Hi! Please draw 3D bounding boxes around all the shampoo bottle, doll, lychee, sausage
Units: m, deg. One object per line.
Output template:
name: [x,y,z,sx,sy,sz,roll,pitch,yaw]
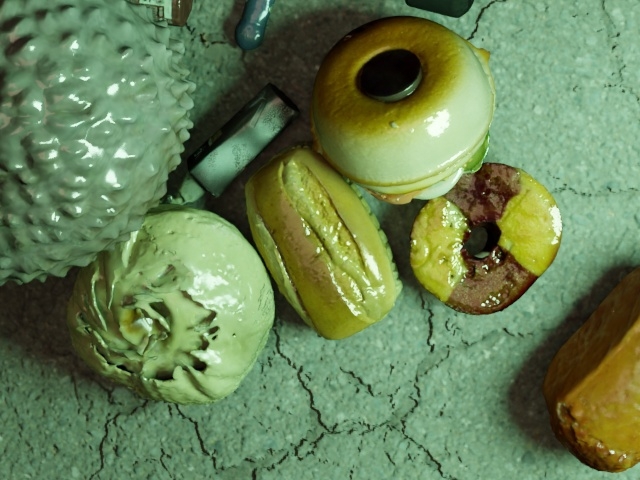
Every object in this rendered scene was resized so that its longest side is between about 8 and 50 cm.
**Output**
shampoo bottle: [-0.114,-0.100,1.781,0.207,0.057,0.063,-43,101,13]
doll: [-0.072,-0.290,1.772,0.037,0.027,0.125,20,95,5]
lychee: [-0.326,-0.137,1.620,0.380,0.432,0.380,6,106,20]
sausage: [0.370,0.140,1.686,0.141,0.153,0.268,34,100,-19]
shampoo bottle: [-0.275,-0.300,1.780,0.236,0.067,0.068,9,77,8]

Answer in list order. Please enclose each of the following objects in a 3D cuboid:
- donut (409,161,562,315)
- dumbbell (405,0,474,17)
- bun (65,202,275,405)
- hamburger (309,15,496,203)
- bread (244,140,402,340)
donut: [0.195,-0.005,1.737,0.166,0.073,0.184,29,100,4]
dumbbell: [0.036,-0.386,1.657,0.322,0.204,0.204,15,98,7]
bun: [-0.180,0.085,1.742,0.259,0.152,0.259,3,105,11]
hamburger: [0.091,-0.156,1.688,0.236,0.147,0.237,-8,59,13]
bread: [0.000,0.000,1.750,0.140,0.106,0.236,-30,90,12]
